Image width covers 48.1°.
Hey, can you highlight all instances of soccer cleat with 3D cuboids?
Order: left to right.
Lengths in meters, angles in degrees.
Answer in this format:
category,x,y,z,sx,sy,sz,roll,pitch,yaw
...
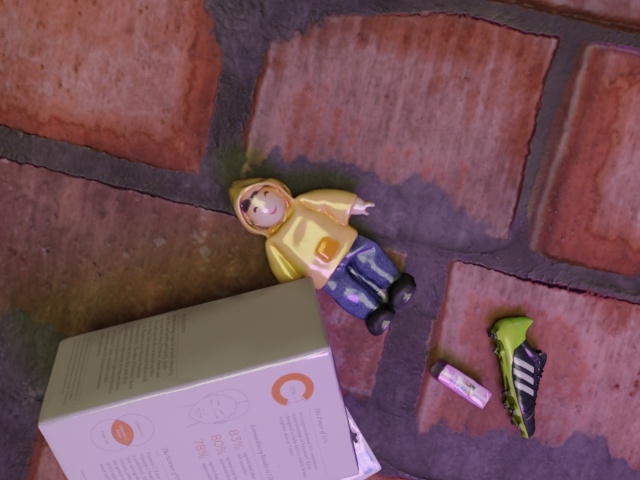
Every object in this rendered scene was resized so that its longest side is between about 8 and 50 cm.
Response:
category,x,y,z,sx,sy,sz,roll,pitch,yaw
soccer cleat,0.297,0.198,1.041,0.072,0.060,0.179,-13,94,-3

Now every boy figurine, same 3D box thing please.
category,x,y,z,sx,sy,sz,roll,pitch,yaw
boy figurine,0.000,0.000,0.989,0.285,0.092,0.177,40,95,-9

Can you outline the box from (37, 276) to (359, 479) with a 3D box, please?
category,x,y,z,sx,sy,sz,roll,pitch,yaw
box,-0.145,0.214,0.931,0.345,0.168,0.215,-14,120,-2

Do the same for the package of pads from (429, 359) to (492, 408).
category,x,y,z,sx,sy,sz,roll,pitch,yaw
package of pads,0.202,0.207,1.040,0.083,0.050,0.032,33,88,-6

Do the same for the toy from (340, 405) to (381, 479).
category,x,y,z,sx,sy,sz,roll,pitch,yaw
toy,-0.042,0.344,1.039,0.237,0.056,0.137,-29,98,0
